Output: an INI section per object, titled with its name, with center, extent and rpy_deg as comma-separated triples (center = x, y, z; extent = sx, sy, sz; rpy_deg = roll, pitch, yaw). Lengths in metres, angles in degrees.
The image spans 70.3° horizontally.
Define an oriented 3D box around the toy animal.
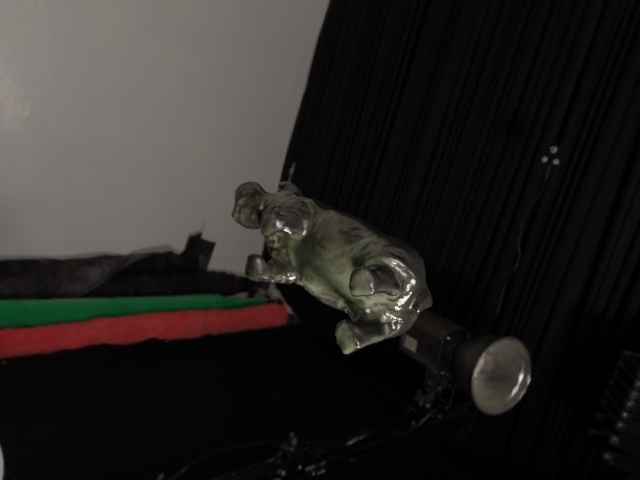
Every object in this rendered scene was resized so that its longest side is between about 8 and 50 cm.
[toy animal]
center = -0.016, -0.003, 0.559
extent = 0.168, 0.106, 0.343
rpy_deg = 3, -156, -38
